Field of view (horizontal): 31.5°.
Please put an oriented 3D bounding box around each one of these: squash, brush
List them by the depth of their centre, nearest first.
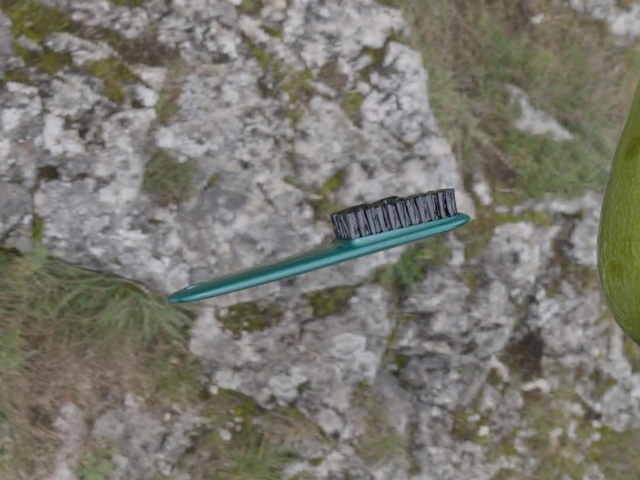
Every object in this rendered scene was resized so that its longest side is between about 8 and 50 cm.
[{"bbox_3d":[0.000,0.000,0.669,0.193,0.043,0.032,-14,96,-19],"label":"brush"},{"bbox_3d":[0.230,-0.014,0.706,0.123,0.123,0.186,32,71,-31],"label":"squash"}]
